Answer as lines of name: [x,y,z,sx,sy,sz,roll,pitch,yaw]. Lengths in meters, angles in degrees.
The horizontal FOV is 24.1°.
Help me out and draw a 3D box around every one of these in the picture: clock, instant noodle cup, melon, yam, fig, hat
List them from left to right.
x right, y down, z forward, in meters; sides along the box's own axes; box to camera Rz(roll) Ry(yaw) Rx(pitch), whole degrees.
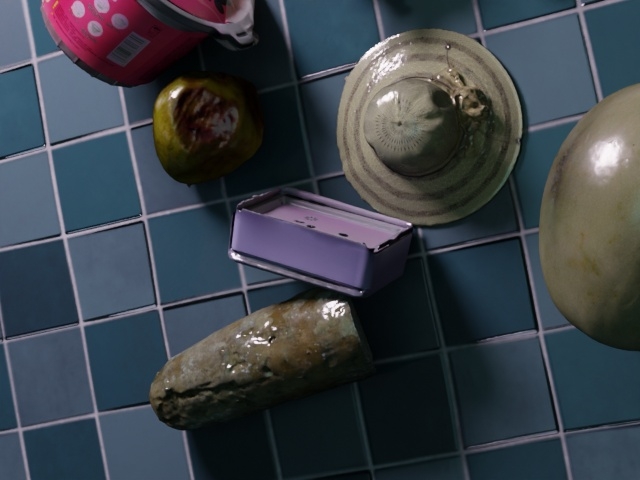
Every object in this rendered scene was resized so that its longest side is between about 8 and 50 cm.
instant noodle cup: [-0.237,-0.311,1.897,0.181,0.258,0.302,-40,74,30]
fig: [-0.149,-0.144,1.919,0.144,0.154,0.165,39,135,1]
yam: [-0.074,0.157,1.888,0.330,0.133,0.133,-24,82,23]
clock: [0.001,-0.001,1.845,0.193,0.145,0.073,16,108,21]
hat: [0.113,-0.142,1.822,0.252,0.110,0.252,0,91,20]
melon: [0.368,-0.030,1.649,0.272,0.272,0.308,7,84,21]
